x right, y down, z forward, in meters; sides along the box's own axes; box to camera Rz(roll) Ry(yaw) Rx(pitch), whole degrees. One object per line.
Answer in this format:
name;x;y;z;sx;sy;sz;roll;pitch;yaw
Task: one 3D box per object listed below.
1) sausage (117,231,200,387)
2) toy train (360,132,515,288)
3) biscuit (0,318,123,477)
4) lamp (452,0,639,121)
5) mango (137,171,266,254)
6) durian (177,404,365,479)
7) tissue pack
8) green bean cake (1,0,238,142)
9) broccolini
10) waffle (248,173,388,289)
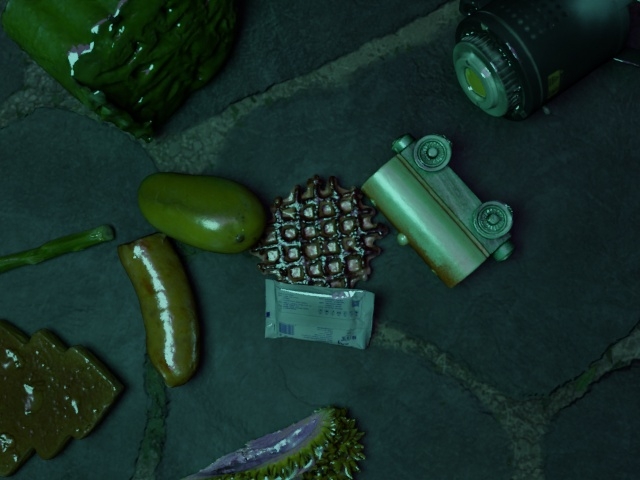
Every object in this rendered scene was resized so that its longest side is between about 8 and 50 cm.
sausage;-0.274;0.120;1.008;0.108;0.109;0.271;-16;84;-1
toy train;0.204;-0.052;1.009;0.177;0.116;0.285;-41;86;-2
biscuit;-0.490;0.277;1.014;0.301;0.043;0.278;-2;86;8
lamp;0.375;-0.333;0.986;0.374;0.205;0.272;34;81;20
mango;-0.212;-0.059;1.001;0.251;0.114;0.156;22;43;11
durian;-0.068;0.424;0.970;0.341;0.112;0.191;-24;83;-4
tissue pack;-0.004;0.132;1.010;0.193;0.026;0.123;6;115;7
green bean cake;-0.288;-0.354;0.935;0.218;0.335;0.319;41;91;5
broccolini;-0.574;0.023;1.032;0.392;0.074;0.079;-17;92;1
waffle;0.000;0.000;1.040;0.221;0.055;0.234;35;91;2
